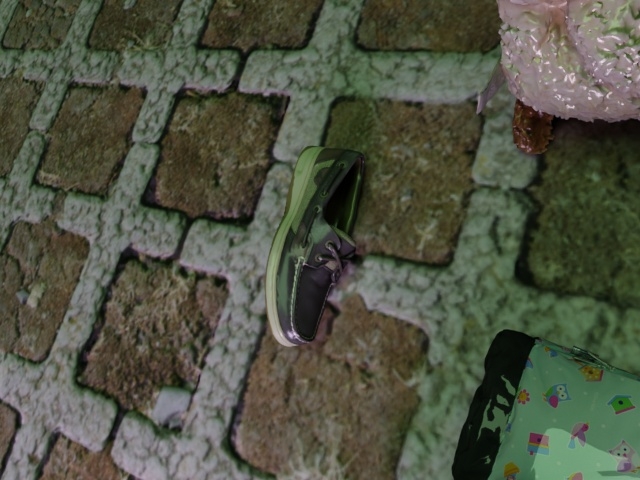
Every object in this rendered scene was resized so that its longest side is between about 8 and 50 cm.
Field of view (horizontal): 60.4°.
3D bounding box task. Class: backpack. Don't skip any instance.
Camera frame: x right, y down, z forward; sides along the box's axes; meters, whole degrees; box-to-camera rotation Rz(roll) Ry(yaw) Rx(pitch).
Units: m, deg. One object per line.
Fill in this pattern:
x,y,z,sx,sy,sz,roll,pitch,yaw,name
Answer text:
0.201,0.155,0.403,0.182,0.115,0.151,16,78,27,backpack

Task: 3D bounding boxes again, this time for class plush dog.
0.274,-0.156,0.435,0.226,0.263,0.210,20,116,40,plush dog

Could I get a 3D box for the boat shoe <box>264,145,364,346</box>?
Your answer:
0.001,0.000,0.574,0.074,0.080,0.223,-2,68,31,boat shoe

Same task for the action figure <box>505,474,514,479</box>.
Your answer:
0.063,0.321,0.331,0.248,0.276,0.369,15,93,32,action figure
